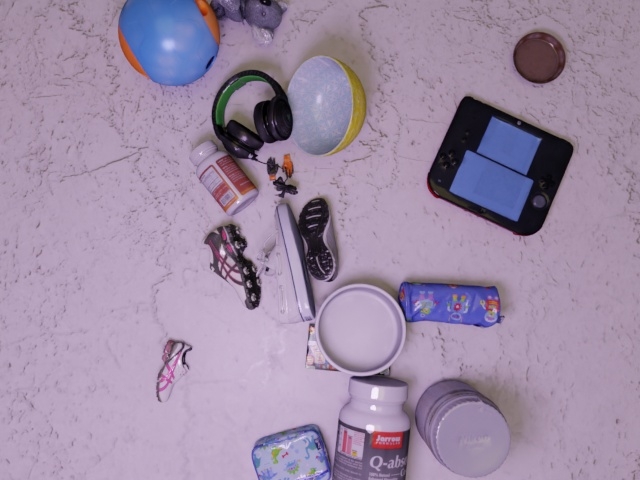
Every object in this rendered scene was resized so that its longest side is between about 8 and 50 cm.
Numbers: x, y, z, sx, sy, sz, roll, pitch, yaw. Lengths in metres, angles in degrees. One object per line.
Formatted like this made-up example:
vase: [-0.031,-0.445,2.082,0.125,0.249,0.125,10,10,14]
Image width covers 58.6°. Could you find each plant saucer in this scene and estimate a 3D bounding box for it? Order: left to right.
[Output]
plant saucer: [0.687,-0.573,1.802,0.168,0.029,0.168,0,86,-1]

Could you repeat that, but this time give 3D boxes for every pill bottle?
pill bottle: [-0.295,-0.191,1.720,0.121,0.121,0.216,-38,87,-3]
pill bottle: [0.148,0.585,1.636,0.210,0.210,0.363,6,87,0]

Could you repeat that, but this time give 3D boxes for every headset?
headset: [-0.177,-0.320,1.723,0.243,0.185,0.394,-28,71,19]

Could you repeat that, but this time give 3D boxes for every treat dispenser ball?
treat dispenser ball: [-0.437,-0.599,1.659,0.288,0.288,0.288,0,87,-1]

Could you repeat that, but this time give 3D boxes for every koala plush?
koala plush: [-0.212,-0.721,1.745,0.221,0.203,0.196,25,74,-20]

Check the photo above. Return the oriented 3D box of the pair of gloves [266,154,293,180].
pair of gloves: [-0.127,-0.227,1.780,0.083,0.010,0.074,-9,88,1]

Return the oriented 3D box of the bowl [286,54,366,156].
bowl: [0.044,-0.395,1.703,0.156,0.289,0.289,-8,86,-43]

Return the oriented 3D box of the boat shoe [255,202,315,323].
boat shoe: [-0.124,0.072,1.696,0.156,0.136,0.367,-14,77,8]

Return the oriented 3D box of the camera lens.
camera lens: [0.394,0.524,1.610,0.219,0.274,0.219,0,87,-1]

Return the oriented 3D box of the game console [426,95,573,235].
game console: [0.552,-0.226,1.766,0.386,0.060,0.342,25,87,0]

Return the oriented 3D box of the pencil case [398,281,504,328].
pencil case: [0.385,0.194,1.709,0.306,0.119,0.133,4,97,-1]

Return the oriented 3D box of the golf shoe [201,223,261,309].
golf shoe: [-0.264,0.089,1.729,0.120,0.105,0.273,-23,83,16]

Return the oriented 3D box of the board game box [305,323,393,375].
board game box: [0.088,0.335,1.742,0.259,0.030,0.136,5,84,0]

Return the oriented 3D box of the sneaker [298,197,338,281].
sneaker: [0.000,0.000,1.733,0.100,0.108,0.271,-12,71,17]

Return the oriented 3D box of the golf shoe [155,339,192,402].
golf shoe: [-0.441,0.398,1.711,0.086,0.067,0.186,13,86,-1]

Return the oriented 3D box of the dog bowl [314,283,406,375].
dog bowl: [0.115,0.263,1.680,0.265,0.104,0.265,0,79,-1]

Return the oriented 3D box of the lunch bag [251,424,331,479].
lunch bag: [-0.083,0.658,1.691,0.219,0.090,0.176,-15,90,-1]
